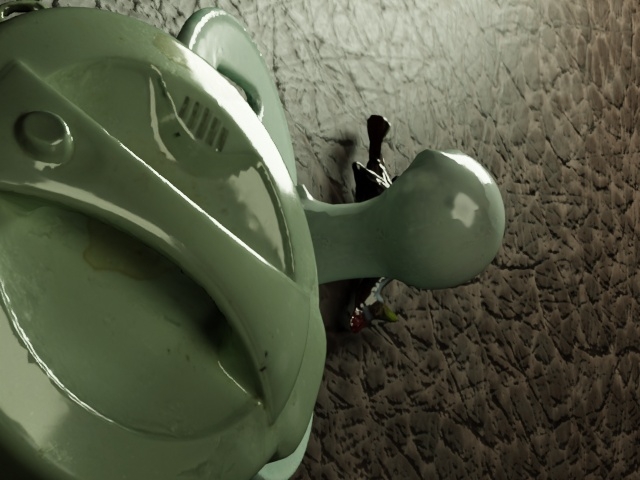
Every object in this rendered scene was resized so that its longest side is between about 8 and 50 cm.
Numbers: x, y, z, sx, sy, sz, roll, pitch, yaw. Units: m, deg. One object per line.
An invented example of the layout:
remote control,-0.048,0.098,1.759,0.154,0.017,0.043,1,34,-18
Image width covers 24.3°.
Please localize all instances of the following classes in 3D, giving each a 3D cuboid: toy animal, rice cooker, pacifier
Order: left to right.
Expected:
rice cooker,-0.159,0.033,0.813,0.288,0.277,0.288,20,62,-44
pacifier,0.000,0.000,1.060,0.288,0.269,0.344,19,67,-74
toy animal,0.055,-0.005,1.303,0.105,0.070,0.202,34,59,-29
